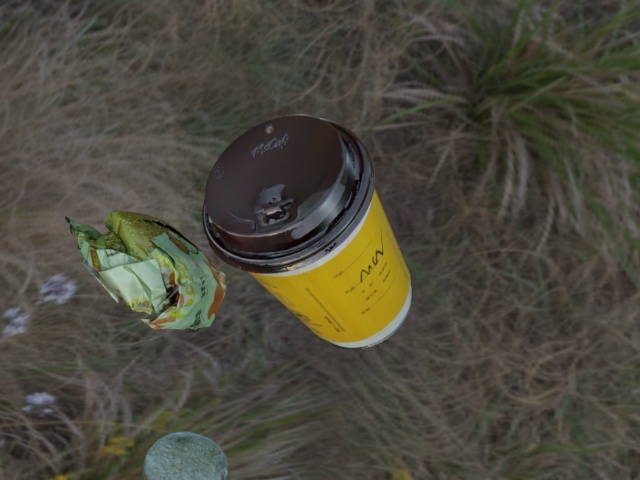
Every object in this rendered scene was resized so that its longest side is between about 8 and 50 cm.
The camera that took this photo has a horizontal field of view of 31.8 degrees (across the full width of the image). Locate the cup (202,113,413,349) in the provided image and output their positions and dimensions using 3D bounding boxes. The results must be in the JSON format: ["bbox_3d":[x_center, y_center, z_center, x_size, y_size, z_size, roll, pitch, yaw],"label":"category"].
[{"bbox_3d":[0.000,0.000,1.258,0.196,0.196,0.280,-58,142,-18],"label":"cup"}]

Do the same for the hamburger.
[{"bbox_3d":[-0.246,0.026,1.532,0.235,0.214,0.125,42,88,21],"label":"hamburger"}]

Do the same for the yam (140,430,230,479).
[{"bbox_3d":[-0.156,0.291,1.278,0.107,0.194,0.107,4,56,-6],"label":"yam"}]
